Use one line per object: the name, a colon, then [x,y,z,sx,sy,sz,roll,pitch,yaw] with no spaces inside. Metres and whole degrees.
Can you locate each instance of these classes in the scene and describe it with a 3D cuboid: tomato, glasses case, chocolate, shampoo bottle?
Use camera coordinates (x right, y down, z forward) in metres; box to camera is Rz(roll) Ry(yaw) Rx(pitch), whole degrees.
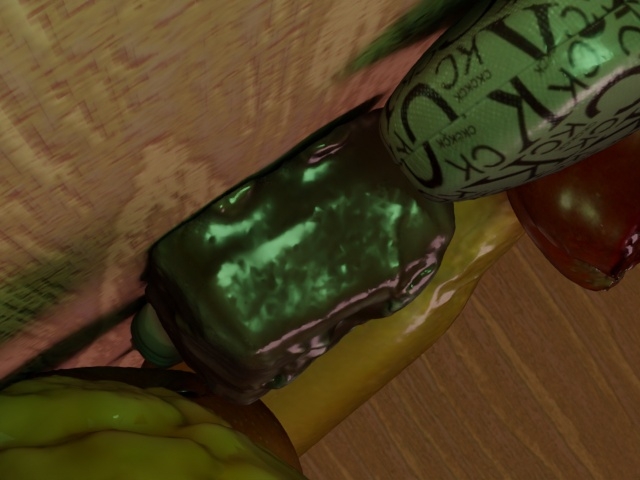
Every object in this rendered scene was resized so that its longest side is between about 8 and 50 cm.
tomato: [0.199,-0.077,1.179,0.200,0.140,0.233,-52,171,-9]
glasses case: [0.149,-0.104,0.783,0.137,0.085,0.355,-38,175,39]
chocolate: [-0.009,0.015,0.926,0.148,0.093,0.214,-35,178,-10]
shampoo bottle: [-0.089,0.053,1.142,0.077,0.045,0.152,-33,176,-17]
chocolate: [0.021,0.042,1.409,0.445,0.162,0.162,-42,173,39]

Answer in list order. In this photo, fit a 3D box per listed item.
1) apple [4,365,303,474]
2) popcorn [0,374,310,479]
apple: [-0.120,0.159,1.068,0.210,0.173,0.235,12,178,35]
popcorn: [-0.145,0.237,0.714,0.390,0.344,0.354,-50,149,-28]
